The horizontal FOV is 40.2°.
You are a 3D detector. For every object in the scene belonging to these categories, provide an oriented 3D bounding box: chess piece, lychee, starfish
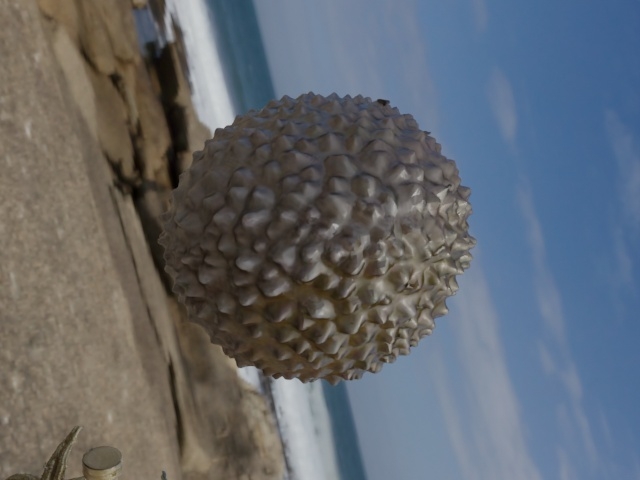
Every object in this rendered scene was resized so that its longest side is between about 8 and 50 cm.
[{"bbox_3d":[-0.365,0.411,1.462,0.066,0.066,0.122,-104,-161,-64],"label":"chess piece"},{"bbox_3d":[0.000,0.000,1.079,0.432,0.380,0.380,-1,-77,67],"label":"lychee"},{"bbox_3d":[-0.541,0.475,1.674,0.138,0.247,0.050,53,-3,36],"label":"starfish"}]

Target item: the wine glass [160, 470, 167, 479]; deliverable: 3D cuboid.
[{"bbox_3d":[-0.309,0.447,1.379,0.122,0.183,0.122,55,-17,26],"label":"wine glass"}]
